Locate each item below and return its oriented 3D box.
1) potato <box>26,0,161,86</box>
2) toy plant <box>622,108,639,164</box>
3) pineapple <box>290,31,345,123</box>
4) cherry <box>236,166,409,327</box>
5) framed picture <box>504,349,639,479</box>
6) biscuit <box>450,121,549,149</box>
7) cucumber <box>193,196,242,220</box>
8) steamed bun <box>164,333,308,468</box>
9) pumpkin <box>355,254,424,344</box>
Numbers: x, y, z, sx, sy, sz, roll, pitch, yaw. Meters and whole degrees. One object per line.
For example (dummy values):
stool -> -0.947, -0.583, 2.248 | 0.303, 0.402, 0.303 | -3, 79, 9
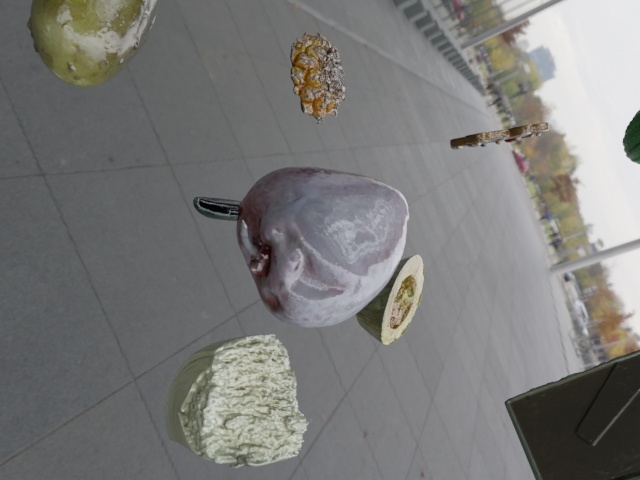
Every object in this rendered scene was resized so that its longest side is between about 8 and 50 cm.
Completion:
potato -> -0.358, -0.394, 0.935 | 0.173, 0.210, 0.307 | 21, 71, -11
toy plant -> 0.529, -0.171, 0.860 | 0.240, 0.088, 0.155 | -54, 160, -75
pineapple -> 0.004, -0.380, 1.326 | 0.225, 0.076, 0.225 | 10, 79, -62
cherry -> 0.004, 0.010, 1.105 | 0.291, 0.335, 0.326 | 105, -12, -48
framed picture -> 0.472, 0.317, 0.975 | 0.018, 0.265, 0.192 | 34, 34, -53
biscuit -> 0.383, -0.217, 1.194 | 0.138, 0.205, 0.031 | -170, -112, -75
cucumber -> -0.184, -0.063, 1.308 | 0.284, 0.056, 0.056 | 13, 57, -51
steamed bun -> -0.180, 0.335, 1.272 | 0.290, 0.273, 0.272 | 25, 71, -44
pumpkin -> 0.153, 0.132, 1.335 | 0.217, 0.110, 0.217 | -32, 128, -54
